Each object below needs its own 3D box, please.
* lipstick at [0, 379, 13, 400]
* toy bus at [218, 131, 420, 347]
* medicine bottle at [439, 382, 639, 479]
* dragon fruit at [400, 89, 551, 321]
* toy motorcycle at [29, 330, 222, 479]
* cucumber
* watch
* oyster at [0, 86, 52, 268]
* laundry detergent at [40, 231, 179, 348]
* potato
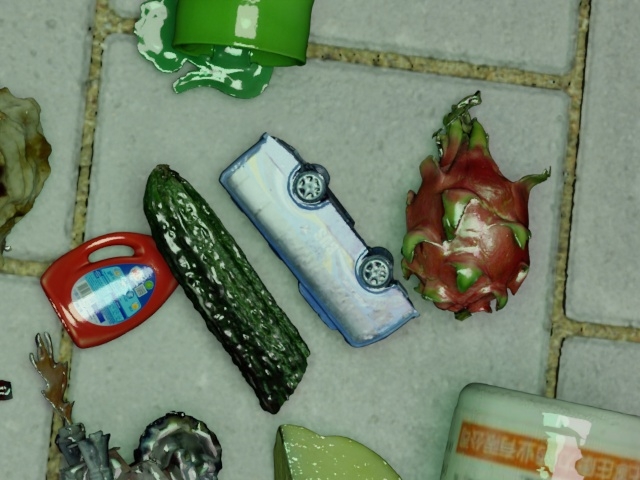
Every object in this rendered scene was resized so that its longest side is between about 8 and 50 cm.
[{"bbox_3d":[-0.387,0.148,1.801,0.177,0.027,0.027,-3,88,-11],"label":"lipstick"},{"bbox_3d":[-0.001,0.001,1.850,0.094,0.079,0.236,-37,94,7],"label":"toy bus"},{"bbox_3d":[0.199,0.335,1.797,0.211,0.211,0.371,13,86,-9],"label":"medicine bottle"},{"bbox_3d":[0.154,-0.036,1.852,0.137,0.135,0.235,16,67,-3],"label":"dragon fruit"},{"bbox_3d":[-0.175,0.268,1.781,0.207,0.134,0.401,-22,93,-16],"label":"toy motorcycle"},{"bbox_3d":[-0.095,0.046,1.802,0.077,0.077,0.265,-38,109,-9],"label":"cucumber"},{"bbox_3d":[-0.094,-0.204,1.801,0.165,0.152,0.131,9,89,-10],"label":"watch"},{"bbox_3d":[-0.421,-0.095,1.754,0.337,0.133,0.197,19,77,-13],"label":"oyster"},{"bbox_3d":[-0.186,0.032,1.829,0.165,0.049,0.097,-30,93,-13],"label":"laundry detergent"},{"bbox_3d":[0.024,0.252,1.841,0.120,0.081,0.149,-9,71,-16],"label":"potato"}]
